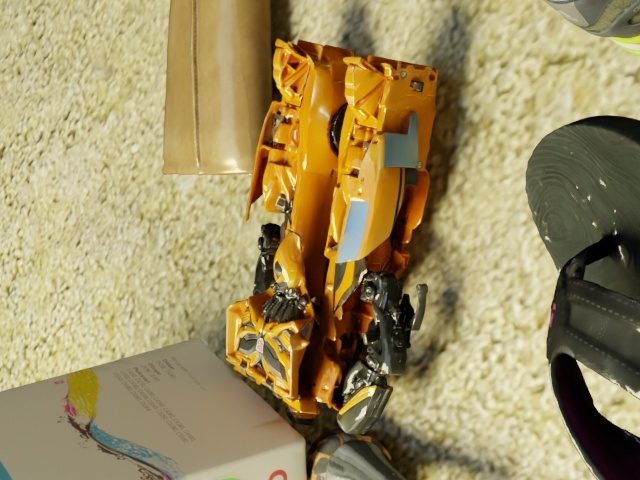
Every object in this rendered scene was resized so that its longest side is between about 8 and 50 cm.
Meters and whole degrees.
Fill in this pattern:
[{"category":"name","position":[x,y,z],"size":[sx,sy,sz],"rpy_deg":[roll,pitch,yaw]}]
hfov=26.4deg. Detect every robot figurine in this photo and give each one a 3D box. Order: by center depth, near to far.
[{"category":"robot figurine","position":[0.000,0.000,1.033],"size":[0.211,0.085,0.291],"rpy_deg":[23,104,56]}]

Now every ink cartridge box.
[{"category":"ink cartridge box","position":[-0.169,0.229,1.063],"size":[0.197,0.270,0.198],"rpy_deg":[34,132,53]}]

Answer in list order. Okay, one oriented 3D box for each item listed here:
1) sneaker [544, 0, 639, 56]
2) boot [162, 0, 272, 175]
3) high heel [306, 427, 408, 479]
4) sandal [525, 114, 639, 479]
[{"category":"sneaker","position":[0.216,-0.242,0.766],"size":[0.111,0.121,0.300],"rpy_deg":[38,119,40]},{"category":"boot","position":[-0.055,-0.187,1.105],"size":[0.236,0.089,0.269],"rpy_deg":[5,95,61]},{"category":"high heel","position":[0.043,0.278,1.035],"size":[0.186,0.093,0.261],"rpy_deg":[-152,57,-64]},{"category":"sandal","position":[0.211,0.110,0.690],"size":[0.446,0.107,0.167],"rpy_deg":[61,158,30]}]
